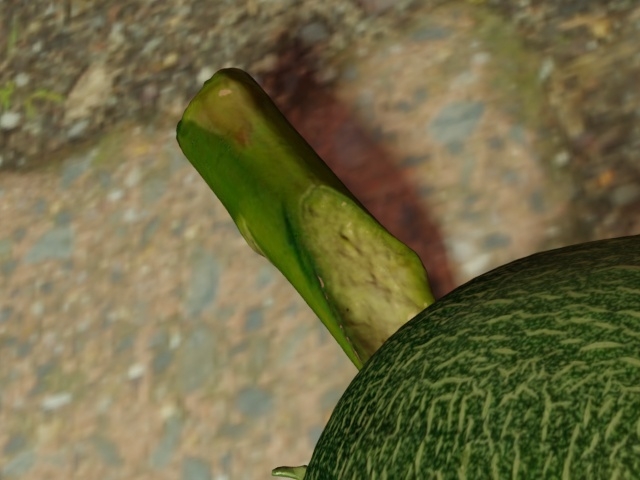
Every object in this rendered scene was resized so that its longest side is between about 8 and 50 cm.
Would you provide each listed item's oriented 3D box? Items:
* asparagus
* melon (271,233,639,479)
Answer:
[{"bbox_3d":[0.000,0.000,0.618,0.045,0.041,0.178,-44,49,5],"label":"asparagus"},{"bbox_3d":[0.109,0.088,0.402,0.288,0.182,0.182,15,66,34],"label":"melon"}]
